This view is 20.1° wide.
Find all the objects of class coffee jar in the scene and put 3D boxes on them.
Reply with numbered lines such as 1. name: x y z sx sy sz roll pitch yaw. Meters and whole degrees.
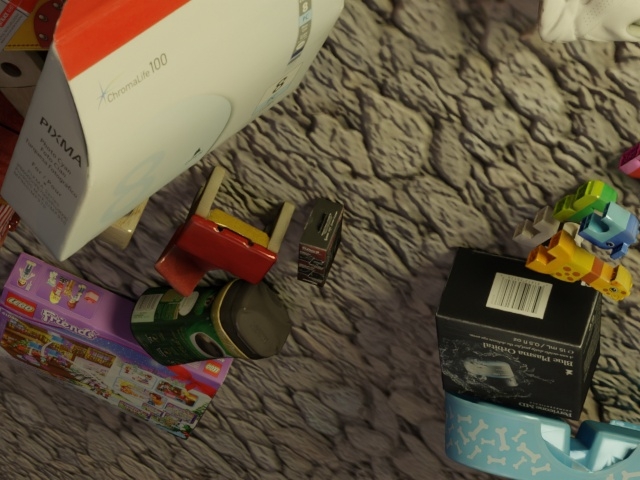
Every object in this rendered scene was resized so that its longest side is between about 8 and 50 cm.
1. coffee jar: -0.127 0.095 2.107 0.184 0.079 0.096 -6 136 39

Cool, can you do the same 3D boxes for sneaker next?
1. sneaker: 0.234 -0.232 1.402 0.115 0.090 0.232 9 156 8

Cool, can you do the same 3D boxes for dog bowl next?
1. dog bowl: 0.273 0.230 1.976 0.297 0.074 0.166 13 -178 -2

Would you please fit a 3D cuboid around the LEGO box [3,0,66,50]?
1. LEGO box: -0.422 -0.346 1.509 0.500 0.193 0.372 3 144 28

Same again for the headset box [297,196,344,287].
1. headset box: 0.000 0.000 1.902 0.032 0.062 0.083 17 148 7

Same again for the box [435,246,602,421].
1. box: 0.210 0.100 1.898 0.156 0.093 0.158 12 148 15

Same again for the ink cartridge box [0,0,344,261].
1. ink cartridge box: -0.089 -0.171 1.461 0.091 0.308 0.385 48 148 6

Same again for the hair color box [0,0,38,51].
1. hair color box: -0.301 -0.216 1.396 0.167 0.053 0.093 32 147 -14

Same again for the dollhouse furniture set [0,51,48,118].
1. dollhouse furniture set: -0.304 -0.190 1.734 0.184 0.129 0.129 -2 141 32

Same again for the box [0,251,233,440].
1. box: -0.269 0.137 2.277 0.293 0.057 0.201 25 149 -5

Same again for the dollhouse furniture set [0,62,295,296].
1. dollhouse furniture set: -0.245 -0.019 1.936 0.374 0.152 0.201 27 148 -8

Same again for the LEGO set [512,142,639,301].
1. LEGO set: 0.273 0.000 1.713 0.093 0.087 0.227 31 148 -14
